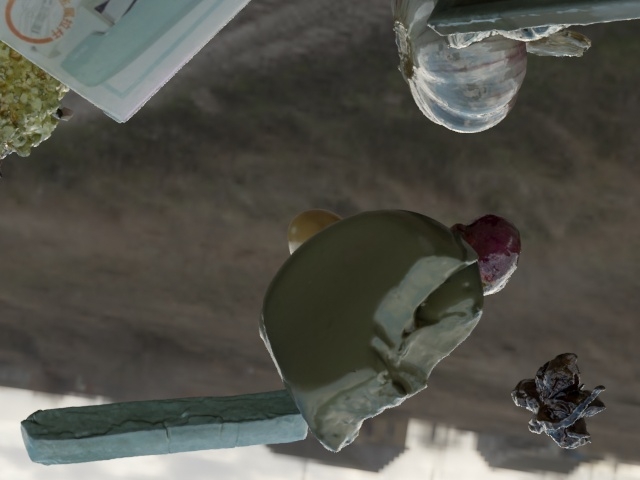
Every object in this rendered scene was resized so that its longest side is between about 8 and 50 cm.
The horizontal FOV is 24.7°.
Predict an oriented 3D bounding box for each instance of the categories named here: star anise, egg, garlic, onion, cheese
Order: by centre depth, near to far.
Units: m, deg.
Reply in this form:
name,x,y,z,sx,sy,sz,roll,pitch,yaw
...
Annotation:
name,x,y,z,sx,sy,sz,roll,pitch,yaw
cheese,0.041,0.057,1.190,0.202,0.175,0.091,-37,138,19
star anise,0.262,0.170,1.546,0.070,0.097,0.190,-23,166,-25
onion,0.189,0.015,1.730,0.097,0.107,0.107,35,168,-13
egg,0.000,0.000,1.773,0.080,0.080,0.096,12,-151,-35
garlic,0.226,-0.261,1.910,0.253,0.245,0.245,-5,176,-4

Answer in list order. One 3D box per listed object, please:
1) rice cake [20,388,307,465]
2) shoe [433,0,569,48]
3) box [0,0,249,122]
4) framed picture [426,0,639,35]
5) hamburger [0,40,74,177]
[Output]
name,x,y,z,sx,sy,sz,roll,pitch,yaw
rice cake,-0.130,0.158,1.244,0.245,0.042,0.045,-4,136,-12
shoe,0.247,-0.280,1.446,0.210,0.132,0.342,-19,-174,-11
box,-0.088,-0.209,0.900,0.135,0.269,0.079,35,-157,-35
framed picture,0.306,-0.283,1.003,0.446,0.326,0.028,3,148,45
hamburger,-0.343,-0.187,1.368,0.262,0.243,0.139,35,163,-25
